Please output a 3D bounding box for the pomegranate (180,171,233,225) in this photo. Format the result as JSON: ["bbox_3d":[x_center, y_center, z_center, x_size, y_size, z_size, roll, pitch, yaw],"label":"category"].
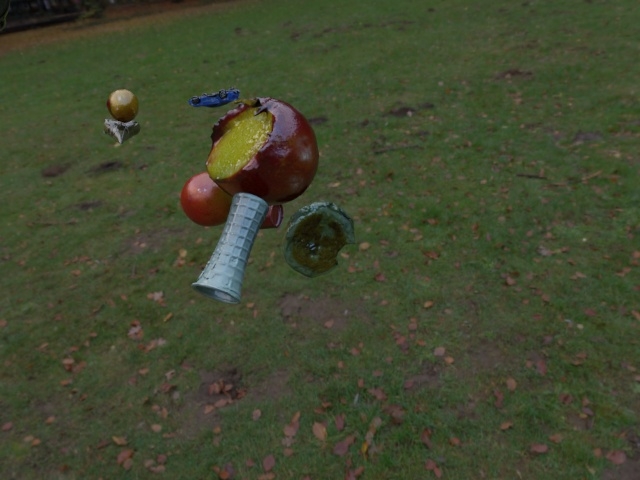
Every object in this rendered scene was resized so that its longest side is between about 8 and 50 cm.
[{"bbox_3d":[-0.403,-0.161,1.811,0.257,0.221,0.221,-18,31,-1],"label":"pomegranate"}]

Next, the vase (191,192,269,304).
[{"bbox_3d":[-0.244,0.016,1.336,0.143,0.143,0.298,7,67,24],"label":"vase"}]

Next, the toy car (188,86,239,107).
[{"bbox_3d":[-0.426,-0.564,1.893,0.216,0.063,0.103,-7,21,17],"label":"toy car"}]

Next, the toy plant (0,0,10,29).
[{"bbox_3d":[-0.731,-0.508,0.937,0.235,0.175,0.218,18,65,25],"label":"toy plant"}]

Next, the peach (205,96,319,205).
[{"bbox_3d":[-0.171,-0.274,1.518,0.310,0.335,0.406,18,-9,-37],"label":"peach"}]

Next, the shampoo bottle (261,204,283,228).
[{"bbox_3d":[-0.297,-0.104,2.103,0.314,0.118,0.076,-2,-10,41],"label":"shampoo bottle"}]

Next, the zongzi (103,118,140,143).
[{"bbox_3d":[-0.841,-0.470,2.072,0.176,0.078,0.160,37,37,30],"label":"zongzi"}]

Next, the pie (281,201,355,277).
[{"bbox_3d":[-0.006,-0.003,1.704,0.303,0.302,0.067,-21,32,-20],"label":"pie"}]

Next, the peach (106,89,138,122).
[{"bbox_3d":[-0.835,-0.573,2.004,0.138,0.138,0.138,-6,30,4],"label":"peach"}]
